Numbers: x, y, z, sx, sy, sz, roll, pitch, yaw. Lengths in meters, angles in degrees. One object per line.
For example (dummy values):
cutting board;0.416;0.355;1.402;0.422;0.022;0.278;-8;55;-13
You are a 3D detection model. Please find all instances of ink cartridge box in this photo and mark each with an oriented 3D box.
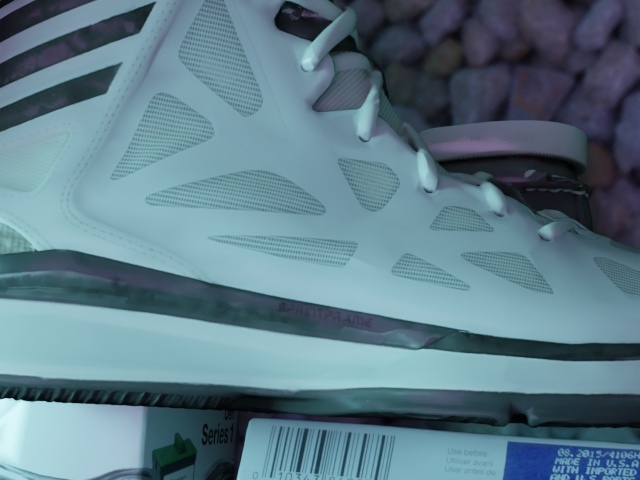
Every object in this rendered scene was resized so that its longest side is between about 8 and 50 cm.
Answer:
ink cartridge box;-0.113;0.146;1.065;0.093;0.160;0.219;4;87;16
ink cartridge box;0.093;0.156;0.985;0.223;0.224;0.045;2;63;17

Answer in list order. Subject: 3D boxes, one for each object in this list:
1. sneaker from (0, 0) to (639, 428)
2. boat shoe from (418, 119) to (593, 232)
sneaker;0.032;-0.043;0.923;0.448;0.169;0.257;3;85;-4
boat shoe;-0.001;-0.001;1.068;0.305;0.109;0.091;-7;79;13
